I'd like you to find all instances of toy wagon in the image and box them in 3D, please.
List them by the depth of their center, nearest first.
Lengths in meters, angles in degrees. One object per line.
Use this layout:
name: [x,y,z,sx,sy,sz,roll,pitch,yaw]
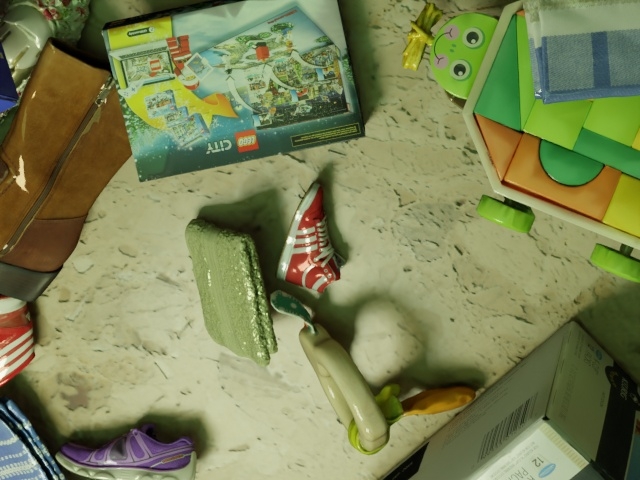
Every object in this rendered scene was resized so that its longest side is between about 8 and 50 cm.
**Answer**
toy wagon: [0.237,-0.129,1.701,0.344,0.068,0.267,23,95,5]

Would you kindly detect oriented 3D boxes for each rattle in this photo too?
rattle: [0.046,0.109,1.888,0.142,0.130,0.200,-32,69,5]

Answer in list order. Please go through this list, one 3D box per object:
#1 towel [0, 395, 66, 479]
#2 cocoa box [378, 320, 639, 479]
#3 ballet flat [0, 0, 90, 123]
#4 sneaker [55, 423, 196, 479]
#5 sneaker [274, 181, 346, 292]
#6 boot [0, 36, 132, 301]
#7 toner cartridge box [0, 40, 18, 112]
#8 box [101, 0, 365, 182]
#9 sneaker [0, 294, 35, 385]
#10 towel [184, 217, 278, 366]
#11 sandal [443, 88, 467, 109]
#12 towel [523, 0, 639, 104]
towel: [-0.360,0.349,2.075,0.243,0.040,0.336,-24,103,30]
cocoa box: [0.197,0.301,1.826,0.228,0.231,0.347,44,114,-6]
ballet flat: [-0.321,-0.178,1.860,0.091,0.077,0.241,42,114,-1]
sneaker: [-0.210,0.236,2.008,0.170,0.068,0.071,2,75,22]
sneaker: [0.000,0.000,1.865,0.067,0.042,0.118,24,122,9]
boot: [-0.328,-0.082,1.844,0.264,0.096,0.280,24,118,-23]
toner cartridge box: [-0.427,-0.263,1.780,0.165,0.075,0.348,-24,77,20]
box: [-0.084,-0.159,1.797,0.233,0.044,0.159,-11,108,3]
sneaker: [-0.417,0.117,1.993,0.221,0.087,0.128,-5,108,17]
towel: [-0.094,0.054,1.888,0.110,0.027,0.148,16,122,49]
sandal: [0.200,-0.120,1.768,0.180,0.049,0.072,35,99,10]
towel: [0.280,-0.271,1.641,0.209,0.034,0.285,-5,91,4]
